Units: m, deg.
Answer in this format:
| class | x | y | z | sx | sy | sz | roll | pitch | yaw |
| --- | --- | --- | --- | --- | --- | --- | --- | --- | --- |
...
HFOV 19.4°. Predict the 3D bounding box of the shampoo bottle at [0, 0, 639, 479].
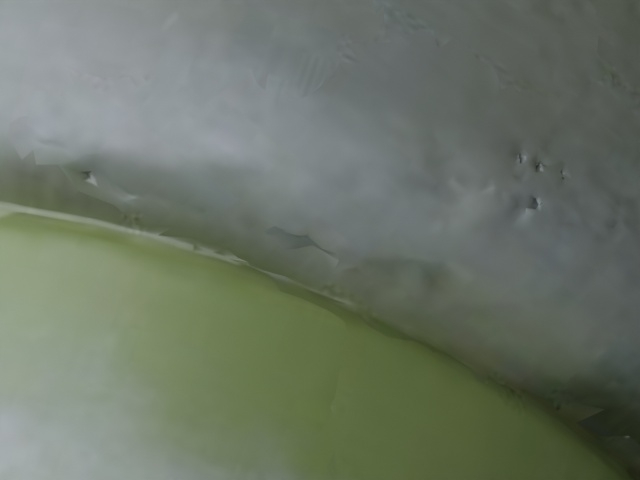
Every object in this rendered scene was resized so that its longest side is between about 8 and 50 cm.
| class | x | y | z | sx | sy | sz | roll | pitch | yaw |
| --- | --- | --- | --- | --- | --- | --- | --- | --- | --- |
| shampoo bottle | 0.000 | 0.000 | 0.544 | 0.322 | 0.322 | 0.317 | -17 | 48 | 52 |
